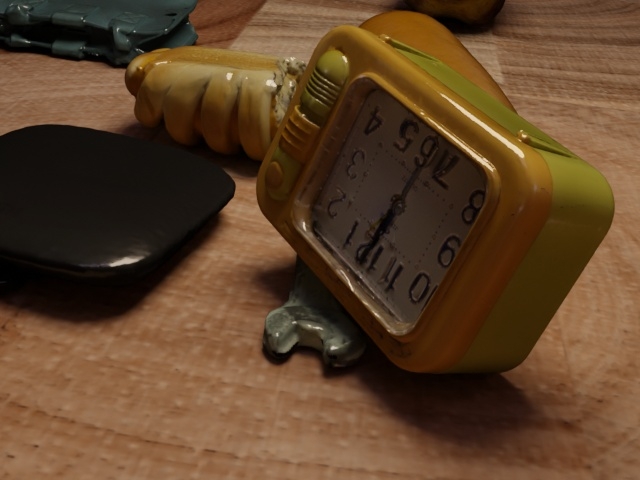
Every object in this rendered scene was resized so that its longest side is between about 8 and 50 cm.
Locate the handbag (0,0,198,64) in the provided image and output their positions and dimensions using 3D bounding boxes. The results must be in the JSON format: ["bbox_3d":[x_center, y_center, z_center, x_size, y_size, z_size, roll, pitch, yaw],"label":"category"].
[{"bbox_3d":[-0.265,-0.253,1.049,0.229,0.062,0.179,8,30,4],"label":"handbag"}]

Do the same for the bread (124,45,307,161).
[{"bbox_3d":[-0.082,-0.122,0.796,0.177,0.084,0.119,14,26,16],"label":"bread"}]

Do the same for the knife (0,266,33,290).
[{"bbox_3d":[-0.274,0.029,0.531,0.230,0.028,0.060,-8,22,-31],"label":"knife"}]

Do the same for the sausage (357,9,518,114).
[{"bbox_3d":[0.096,-0.092,0.752,0.134,0.116,0.354,9,29,-17],"label":"sausage"}]

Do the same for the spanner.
[{"bbox_3d":[0.000,0.000,0.648,0.071,0.017,0.302,6,26,1],"label":"spanner"}]

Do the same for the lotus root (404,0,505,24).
[{"bbox_3d":[0.195,-0.405,1.320,0.193,0.193,0.291,8,30,4],"label":"lotus root"}]

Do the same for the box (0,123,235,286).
[{"bbox_3d":[-0.179,-0.029,0.639,0.213,0.042,0.201,13,27,15],"label":"box"}]

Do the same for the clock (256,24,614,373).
[{"bbox_3d":[0.056,-0.027,0.543,0.096,0.143,0.202,10,26,-42],"label":"clock"}]
